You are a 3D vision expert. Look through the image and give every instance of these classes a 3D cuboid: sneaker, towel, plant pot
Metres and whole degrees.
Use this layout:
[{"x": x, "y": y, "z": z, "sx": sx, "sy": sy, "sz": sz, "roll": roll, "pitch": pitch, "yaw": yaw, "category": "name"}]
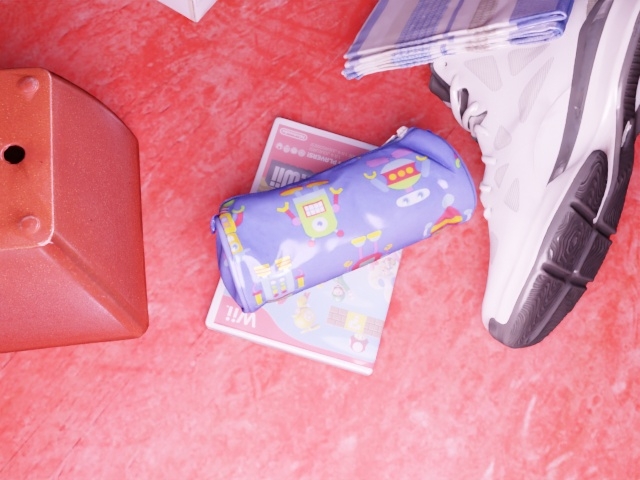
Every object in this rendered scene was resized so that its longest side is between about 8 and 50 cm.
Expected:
[{"x": 0.240, "y": -0.107, "z": 0.840, "sx": 0.257, "sy": 0.169, "sz": 0.447, "roll": 21, "pitch": 91, "yaw": 40, "category": "sneaker"}, {"x": 0.177, "y": -0.288, "z": 0.827, "sx": 0.285, "sy": 0.034, "sz": 0.209, "roll": -2, "pitch": 46, "yaw": 35, "category": "towel"}, {"x": -0.339, "y": -0.036, "z": 0.696, "sx": 0.267, "sy": 0.236, "sz": 0.267, "roll": -6, "pitch": 72, "yaw": -7, "category": "plant pot"}]

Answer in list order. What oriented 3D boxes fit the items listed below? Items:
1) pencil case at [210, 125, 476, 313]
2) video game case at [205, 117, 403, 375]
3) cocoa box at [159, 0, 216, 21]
[{"x": 0.024, "y": -0.031, "z": 0.761, "sx": 0.306, "sy": 0.119, "sz": 0.133, "roll": -23, "pitch": 84, "yaw": -12, "category": "pencil case"}, {"x": 0.000, "y": 0.000, "z": 0.826, "sx": 0.204, "sy": 0.025, "sz": 0.285, "roll": 16, "pitch": 72, "yaw": 0, "category": "video game case"}, {"x": -0.243, "y": -0.505, "z": 0.861, "sx": 0.347, "sy": 0.228, "sz": 0.231, "roll": 32, "pitch": 72, "yaw": 5, "category": "cocoa box"}]
